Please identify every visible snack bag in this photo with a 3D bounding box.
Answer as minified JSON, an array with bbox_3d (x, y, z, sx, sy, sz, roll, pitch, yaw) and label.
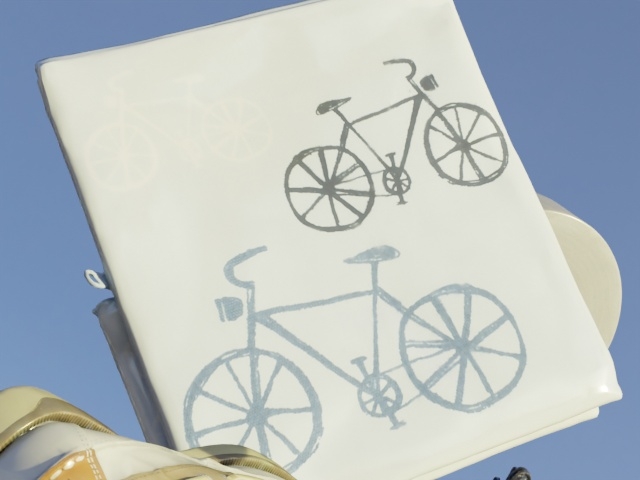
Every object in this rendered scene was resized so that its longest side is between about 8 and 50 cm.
[{"bbox_3d":[0.000,0.000,1.119,0.323,0.342,0.037,-18,-10,-24],"label":"snack bag"}]

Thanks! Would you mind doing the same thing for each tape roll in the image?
[{"bbox_3d":[0.178,0.062,1.663,0.219,0.219,0.072,27,9,-28],"label":"tape roll"}]

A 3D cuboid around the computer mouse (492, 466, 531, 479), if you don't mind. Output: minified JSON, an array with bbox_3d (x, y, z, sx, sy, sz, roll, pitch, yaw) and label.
[{"bbox_3d":[0.161,0.276,1.486,0.072,0.188,0.272,19,-12,-8],"label":"computer mouse"}]

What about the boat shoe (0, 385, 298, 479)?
[{"bbox_3d":[-0.060,0.157,0.817,0.103,0.113,0.302,33,2,32],"label":"boat shoe"}]
